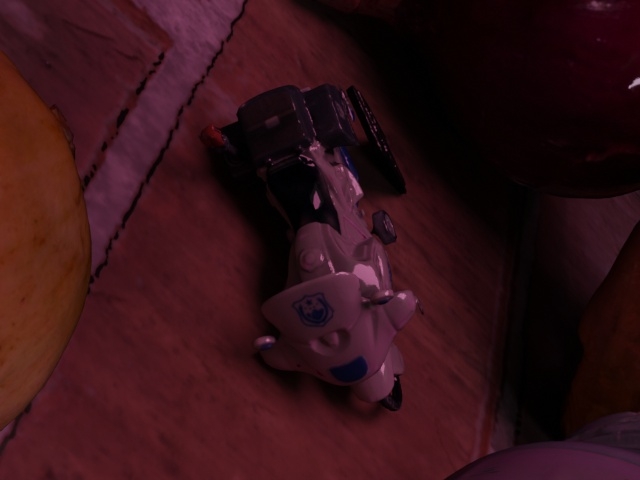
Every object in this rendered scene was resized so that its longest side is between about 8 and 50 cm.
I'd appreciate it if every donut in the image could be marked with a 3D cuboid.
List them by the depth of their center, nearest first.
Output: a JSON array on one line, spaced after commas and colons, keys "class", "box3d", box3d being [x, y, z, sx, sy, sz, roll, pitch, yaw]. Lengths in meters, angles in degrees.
[{"class": "donut", "box3d": [0.309, 0.054, 0.926, 0.150, 0.317, 0.299, 33, 36, 33]}]

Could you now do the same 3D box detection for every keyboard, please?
[{"class": "keyboard", "box3d": [0.043, -0.069, 0.883, 0.155, 0.010, 0.053, 39, 27, -77]}]

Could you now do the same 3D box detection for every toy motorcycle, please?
[{"class": "toy motorcycle", "box3d": [0.000, 0.000, 0.770, 0.150, 0.102, 0.221, 25, 45, -68]}]

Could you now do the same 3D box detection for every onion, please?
[{"class": "onion", "box3d": [0.169, -0.208, 1.001, 0.385, 0.348, 0.348, 4, 53, -9]}]

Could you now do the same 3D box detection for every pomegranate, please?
[{"class": "pomegranate", "box3d": [-0.175, 0.002, 0.459, 0.191, 0.191, 0.191, 31, 42, -33]}]

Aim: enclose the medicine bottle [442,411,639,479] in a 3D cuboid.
[{"class": "medicine bottle", "box3d": [0.137, 0.222, 0.629, 0.290, 0.245, 0.245, -15, 75, -57]}]
